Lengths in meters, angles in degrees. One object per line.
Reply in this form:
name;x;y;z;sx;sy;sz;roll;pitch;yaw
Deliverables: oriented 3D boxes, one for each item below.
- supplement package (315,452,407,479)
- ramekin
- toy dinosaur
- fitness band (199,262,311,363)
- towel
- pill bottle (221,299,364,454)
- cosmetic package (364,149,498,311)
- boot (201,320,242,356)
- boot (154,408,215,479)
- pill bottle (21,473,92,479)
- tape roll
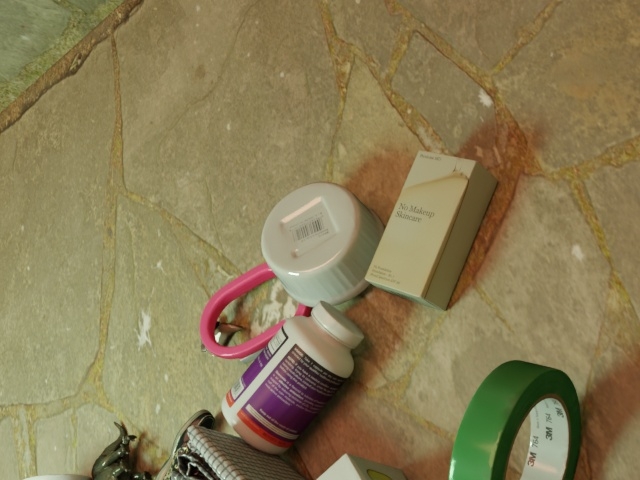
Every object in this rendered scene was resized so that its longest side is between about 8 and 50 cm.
supplement package;0.095;0.533;1.612;0.149;0.203;0.194;-45;50;13
ramekin;0.000;0.000;1.951;0.277;0.135;0.277;-14;55;20
toy dinosaur;-0.512;0.575;2.118;0.160;0.121;0.313;-43;51;11
fitness band;-0.156;0.169;2.049;0.291;0.054;0.209;-30;54;9
towel;-0.143;0.508;1.755;0.235;0.284;0.121;31;91;43
pill bottle;-0.054;0.292;1.857;0.323;0.181;0.181;-50;48;7
cosmetic package;0.236;-0.023;1.830;0.160;0.113;0.309;15;80;41
boot;-0.247;0.245;2.128;0.119;0.042;0.086;5;79;40
boot;-0.271;0.530;1.984;0.179;0.085;0.236;26;84;37
pill bottle;-0.639;0.757;2.056;0.210;0.210;0.362;-19;63;30
tape roll;0.330;0.364;1.431;0.077;0.321;0.321;10;76;40
